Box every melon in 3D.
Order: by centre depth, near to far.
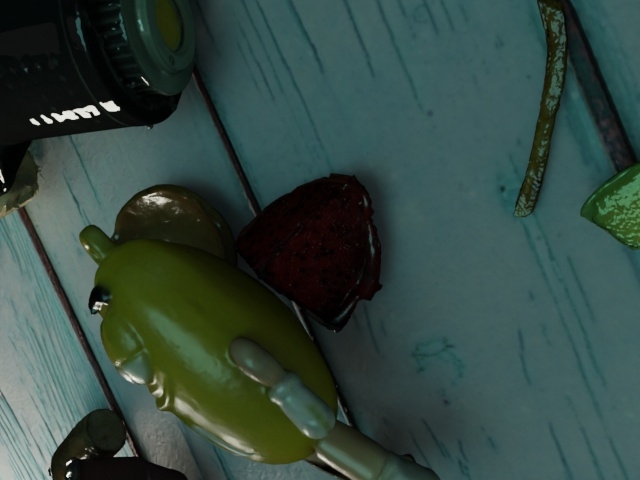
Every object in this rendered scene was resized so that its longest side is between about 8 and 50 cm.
[{"bbox_3d":[0.338,-0.020,0.576,0.209,0.064,0.118,32,118,14],"label":"melon"}]

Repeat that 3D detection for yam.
[{"bbox_3d":[-0.348,0.314,1.056,0.084,0.084,0.127,49,118,7],"label":"yam"}]

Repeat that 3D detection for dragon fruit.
[{"bbox_3d":[0.001,0.001,0.768,0.120,0.127,0.161,37,99,-31],"label":"dragon fruit"}]

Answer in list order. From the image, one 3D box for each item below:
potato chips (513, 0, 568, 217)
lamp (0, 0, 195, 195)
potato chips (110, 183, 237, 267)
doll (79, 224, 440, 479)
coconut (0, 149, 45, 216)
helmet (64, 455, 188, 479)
[{"bbox_3d":[0.203,-0.120,0.640,0.037,0.026,0.204,12,112,29],"label":"potato chips"},{"bbox_3d":[-0.272,-0.207,0.760,0.272,0.205,0.374,8,146,2],"label":"lamp"},{"bbox_3d":[-0.177,0.025,0.877,0.195,0.062,0.208,38,121,17],"label":"potato chips"},{"bbox_3d":[-0.057,0.165,0.747,0.423,0.161,0.348,28,156,25],"label":"doll"},{"bbox_3d":[-0.494,-0.097,0.951,0.194,0.194,0.194,9,110,27],"label":"coconut"},{"bbox_3d":[-0.259,0.451,0.961,0.197,0.271,0.339,-2,108,-15],"label":"helmet"}]
